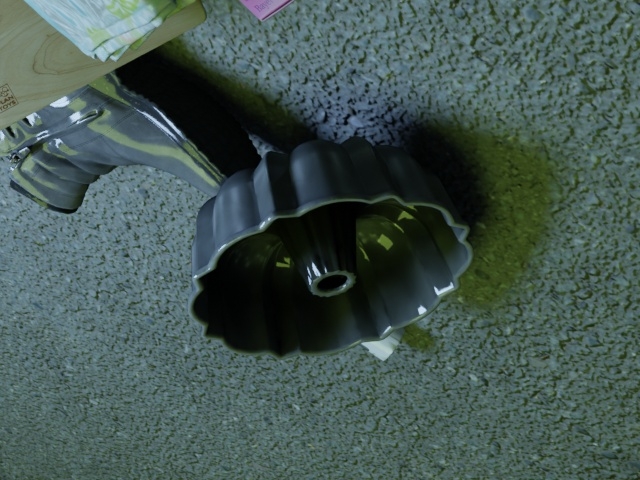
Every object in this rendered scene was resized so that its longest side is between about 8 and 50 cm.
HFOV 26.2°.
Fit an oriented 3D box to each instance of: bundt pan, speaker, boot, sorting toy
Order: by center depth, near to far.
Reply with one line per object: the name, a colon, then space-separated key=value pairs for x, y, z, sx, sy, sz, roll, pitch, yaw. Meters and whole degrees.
sorting toy: x=-0.289 y=-0.286 z=1.418 sx=0.255 sy=0.257 sz=0.089 roll=62 pitch=-179 yaw=-16
bundt pan: x=0.000 y=0.000 z=1.560 sx=0.331 sy=0.124 sz=0.331 roll=-11 pitch=148 yaw=-7
boot: x=-0.243 y=-0.106 z=1.636 sx=0.338 sy=0.118 sz=0.223 roll=40 pitch=119 yaw=-3
speaker: x=0.043 y=0.101 z=1.814 sx=0.136 sy=0.055 sz=0.055 roll=34 pitch=145 yaw=-7

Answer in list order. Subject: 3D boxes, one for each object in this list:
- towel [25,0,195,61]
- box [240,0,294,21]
towel: x=-0.272 y=-0.314 z=1.198 sx=0.374 sy=0.090 sz=0.320 roll=42 pitch=168 yaw=-14
box: x=-0.058 y=-0.355 z=1.164 sx=0.243 sy=0.213 sz=0.117 roll=42 pitch=144 yaw=-17
